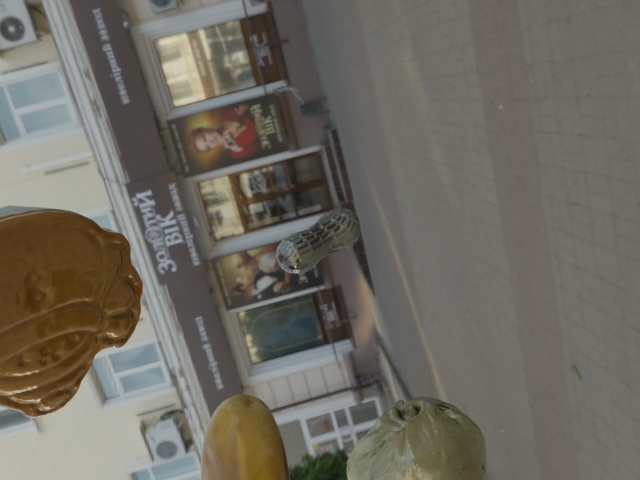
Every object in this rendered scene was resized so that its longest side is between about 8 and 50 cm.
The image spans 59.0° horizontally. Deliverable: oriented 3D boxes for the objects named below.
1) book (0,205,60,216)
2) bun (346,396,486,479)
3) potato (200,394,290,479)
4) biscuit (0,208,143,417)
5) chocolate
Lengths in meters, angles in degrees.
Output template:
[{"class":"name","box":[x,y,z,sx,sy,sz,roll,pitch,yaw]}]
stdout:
[{"class":"book","box":[-0.542,-0.033,0.945,0.172,0.118,0.012,-43,-45,-66]},{"class":"bun","box":[0.240,0.534,1.412,0.326,0.361,0.235,-161,57,-80]},{"class":"potato","box":[-0.112,0.342,0.851,0.150,0.146,0.234,19,132,30]},{"class":"biscuit","box":[-0.425,0.112,0.884,0.057,0.312,0.352,25,136,37]},{"class":"chocolate","box":[0.000,0.000,0.951,0.072,0.167,0.072,43,150,33]}]
